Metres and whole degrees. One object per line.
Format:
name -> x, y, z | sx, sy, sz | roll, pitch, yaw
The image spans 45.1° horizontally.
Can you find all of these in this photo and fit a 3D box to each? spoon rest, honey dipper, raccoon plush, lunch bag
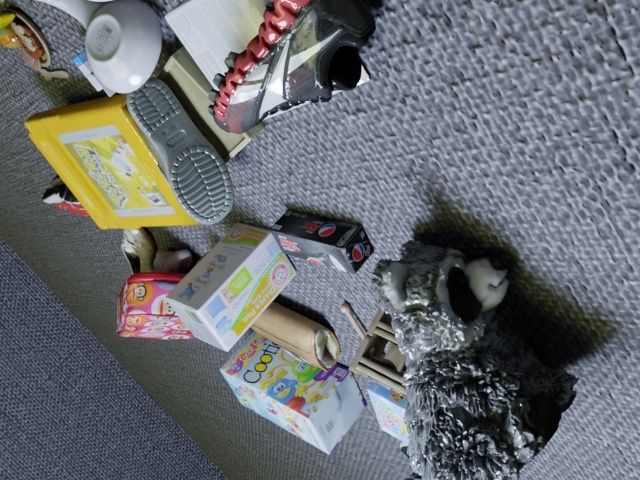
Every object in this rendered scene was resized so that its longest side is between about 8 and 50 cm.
spoon rest -> -0.335, -0.324, 1.147 | 0.276, 0.137, 0.084 | 38, -162, 21
honey dipper -> 0.079, 0.178, 1.411 | 0.030, 0.030, 0.161 | 4, 133, 52
raccoon plush -> 0.118, 0.215, 1.034 | 0.299, 0.446, 0.216 | 40, -173, 6
lunch bag -> -0.325, 0.158, 1.758 | 0.258, 0.120, 0.293 | 6, 162, -20

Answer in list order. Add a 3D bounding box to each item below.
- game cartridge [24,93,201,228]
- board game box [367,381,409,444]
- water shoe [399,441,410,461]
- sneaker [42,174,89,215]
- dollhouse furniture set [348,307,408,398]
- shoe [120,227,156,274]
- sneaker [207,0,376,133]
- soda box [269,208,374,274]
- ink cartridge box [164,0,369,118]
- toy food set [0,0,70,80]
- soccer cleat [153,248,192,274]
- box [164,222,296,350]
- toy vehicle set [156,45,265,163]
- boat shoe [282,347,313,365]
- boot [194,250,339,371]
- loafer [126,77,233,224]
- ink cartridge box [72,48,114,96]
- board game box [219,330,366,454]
game cartridge -> -0.400, -0.139, 1.494 | 0.323, 0.053, 0.285 | -3, 131, 38
board game box -> 0.200, 0.370, 1.524 | 0.211, 0.039, 0.160 | 24, 149, 34
water shoe -> 0.241, 0.498, 1.612 | 0.203, 0.080, 0.073 | 34, 152, 16
sneaker -> -0.536, -0.109, 1.777 | 0.118, 0.107, 0.279 | 35, 163, -33
dollhouse furniture set -> 0.161, 0.195, 1.253 | 0.129, 0.129, 0.183 | 23, 172, 33
shoe -> -0.439, 0.028, 1.861 | 0.076, 0.058, 0.219 | 34, 153, 17
sneaker -> -0.033, -0.193, 0.880 | 0.135, 0.098, 0.276 | 40, 137, -6
soda box -> 0.000, 0.000, 1.223 | 0.169, 0.053, 0.060 | 15, 143, 44
ink cartridge box -> -0.061, -0.250, 0.957 | 0.224, 0.056, 0.181 | -14, 122, 38
toy food set -> -0.558, -0.373, 1.442 | 0.132, 0.038, 0.192 | 11, 141, 46
soccer cleat -> -0.346, 0.050, 1.764 | 0.076, 0.068, 0.196 | 61, 151, 5
box -> -0.157, 0.080, 1.389 | 0.103, 0.203, 0.114 | 14, 144, 45
toy vehicle set -> -0.203, -0.190, 1.233 | 0.166, 0.035, 0.267 | 47, 154, -10
boat shoe -> -0.041, 0.234, 1.635 | 0.137, 0.049, 0.043 | 26, 141, 38
boot -> -0.104, 0.138, 1.546 | 0.269, 0.089, 0.236 | 24, 160, 34
loafer -> -0.216, -0.141, 1.203 | 0.251, 0.094, 0.087 | 65, 172, -22
ink cartridge box -> -0.371, -0.287, 1.303 | 0.028, 0.048, 0.083 | -2, 129, 55
board game box -> -0.061, 0.323, 1.692 | 0.275, 0.142, 0.144 | 20, 146, 38
